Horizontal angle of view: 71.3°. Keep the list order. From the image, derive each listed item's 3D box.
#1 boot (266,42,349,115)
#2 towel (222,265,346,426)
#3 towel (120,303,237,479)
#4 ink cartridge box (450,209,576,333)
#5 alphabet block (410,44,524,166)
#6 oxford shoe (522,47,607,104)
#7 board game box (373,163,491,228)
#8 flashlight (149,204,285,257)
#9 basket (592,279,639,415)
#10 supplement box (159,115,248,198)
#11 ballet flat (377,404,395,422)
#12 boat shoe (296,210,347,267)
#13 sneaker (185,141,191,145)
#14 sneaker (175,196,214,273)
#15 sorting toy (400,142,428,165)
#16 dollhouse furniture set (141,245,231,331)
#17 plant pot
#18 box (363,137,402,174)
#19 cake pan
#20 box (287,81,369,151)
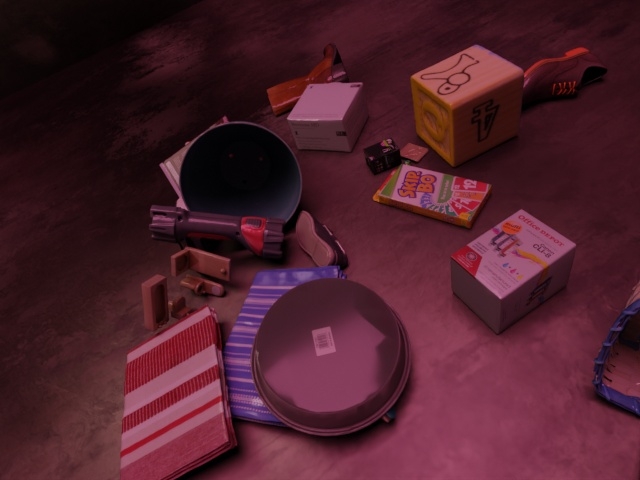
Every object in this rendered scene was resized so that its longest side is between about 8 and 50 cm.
[{"bbox_3d":[-0.052,-0.559,1.559,0.280,0.096,0.264,-20,54,12],"label":"boot"},{"bbox_3d":[-0.095,0.193,0.906,0.243,0.040,0.336,-4,48,31],"label":"towel"},{"bbox_3d":[-0.290,0.304,0.883,0.237,0.037,0.329,-30,43,6],"label":"towel"},{"bbox_3d":[0.354,0.056,0.833,0.176,0.127,0.128,-32,47,-10],"label":"ink cartridge box"},{"bbox_3d":[0.366,-0.341,1.129,0.197,0.193,0.192,-26,46,-4],"label":"alphabet block"},{"bbox_3d":[0.627,-0.423,1.177,0.271,0.097,0.098,-28,53,-6],"label":"oxford shoe"},{"bbox_3d":[0.262,-0.115,1.080,0.259,0.039,0.124,19,58,35],"label":"board game box"},{"bbox_3d":[-0.237,-0.018,1.055,0.304,0.103,0.103,5,89,-4],"label":"flashlight"},{"bbox_3d":[0.489,0.178,0.596,0.201,0.255,0.289,21,49,30],"label":"basket"},{"bbox_3d":[-0.323,-0.229,1.282,0.239,0.073,0.130,-34,82,7],"label":"supplement box"},{"bbox_3d":[0.086,0.260,0.812,0.052,0.057,0.168,-42,40,20],"label":"ballet flat"},{"bbox_3d":[0.000,0.000,1.066,0.065,0.075,0.206,8,30,-32],"label":"boat shoe"},{"bbox_3d":[-0.342,-0.217,1.365,0.221,0.087,0.128,17,78,26],"label":"sneaker"},{"bbox_3d":[-0.315,-0.031,1.165,0.108,0.100,0.271,-16,47,-3],"label":"sneaker"},{"bbox_3d":[0.241,-0.227,1.195,0.062,0.012,0.083,30,61,31],"label":"sorting toy"},{"bbox_3d":[-0.294,0.118,0.996,0.123,0.144,0.151,14,26,19],"label":"dollhouse furniture set"},{"bbox_3d":[-0.197,-0.170,1.149,0.290,0.290,0.195,-19,24,2],"label":"plant pot"},{"bbox_3d":[0.166,-0.225,1.193,0.083,0.052,0.062,-22,46,1],"label":"box"},{"bbox_3d":[0.013,0.187,0.794,0.293,0.054,0.293,-5,53,6],"label":"cake pan"},{"bbox_3d":[0.027,-0.366,1.318,0.181,0.119,0.182,8,54,26],"label":"box"}]
